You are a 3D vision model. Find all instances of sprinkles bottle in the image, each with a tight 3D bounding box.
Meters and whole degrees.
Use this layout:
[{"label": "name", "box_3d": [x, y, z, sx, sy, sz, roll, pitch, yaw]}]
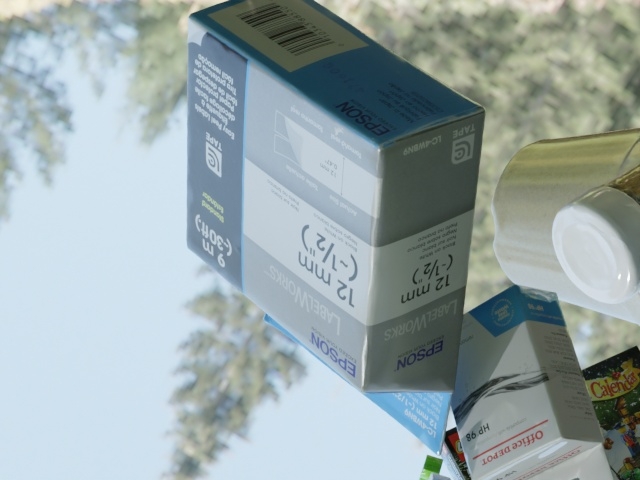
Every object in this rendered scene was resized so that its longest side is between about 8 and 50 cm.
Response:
[{"label": "sprinkles bottle", "box_3d": [0.417, -0.059, 1.928, 0.355, 0.121, 0.121, -30, -119, -29]}]

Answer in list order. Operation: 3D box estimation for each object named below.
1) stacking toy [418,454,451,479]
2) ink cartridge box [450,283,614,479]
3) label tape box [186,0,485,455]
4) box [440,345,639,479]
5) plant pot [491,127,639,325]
[{"label": "stacking toy", "box_3d": [0.169, 0.248, 1.573, 0.167, 0.052, 0.221, 17, 180, 1]}, {"label": "ink cartridge box", "box_3d": [0.170, 0.141, 1.483, 0.060, 0.104, 0.180, 13, -127, -45]}, {"label": "label tape box", "box_3d": [0.000, 0.000, 1.443, 0.115, 0.347, 0.249, -21, -139, -33]}, {"label": "box", "box_3d": [0.255, 0.223, 1.761, 0.233, 0.044, 0.159, -23, -113, -14]}, {"label": "plant pot", "box_3d": [0.413, -0.024, 2.394, 0.334, 0.333, 0.305, -3, -174, -43]}]
